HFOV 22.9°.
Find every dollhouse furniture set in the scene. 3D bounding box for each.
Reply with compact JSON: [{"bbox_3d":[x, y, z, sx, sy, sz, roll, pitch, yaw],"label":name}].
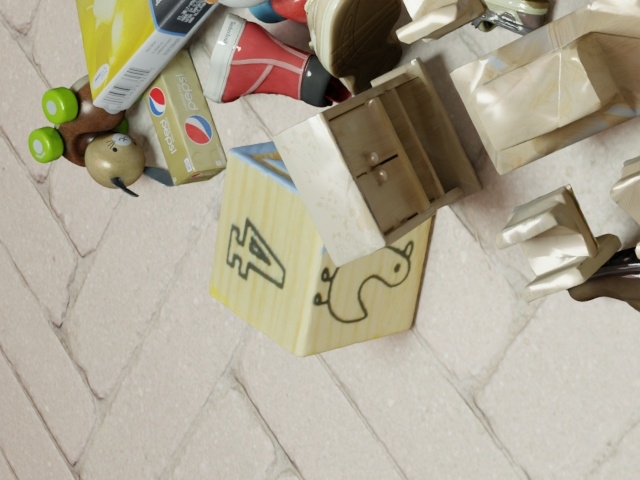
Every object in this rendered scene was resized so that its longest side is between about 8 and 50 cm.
[{"bbox_3d":[0.192,-0.139,1.632,0.394,0.256,0.362,-24,95,33],"label":"dollhouse furniture set"}]

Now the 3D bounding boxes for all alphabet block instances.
[{"bbox_3d":[0.000,0.000,1.906,0.193,0.192,0.197,33,124,43],"label":"alphabet block"}]

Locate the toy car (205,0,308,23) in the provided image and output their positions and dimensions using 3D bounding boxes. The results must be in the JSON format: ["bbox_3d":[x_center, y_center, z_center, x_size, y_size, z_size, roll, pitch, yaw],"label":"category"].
[{"bbox_3d":[-0.073,-0.357,1.866,0.219,0.238,0.210,-5,95,50],"label":"toy car"}]

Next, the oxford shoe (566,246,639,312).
[{"bbox_3d":[0.337,0.052,1.603,0.227,0.083,0.096,-8,99,52],"label":"oxford shoe"}]

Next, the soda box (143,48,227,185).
[{"bbox_3d":[-0.194,-0.172,2.192,0.058,0.061,0.181,-29,77,49],"label":"soda box"}]

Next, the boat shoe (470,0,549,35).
[{"bbox_3d":[0.182,-0.253,1.731,0.152,0.056,0.049,21,109,45],"label":"boat shoe"}]

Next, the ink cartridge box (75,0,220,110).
[{"bbox_3d":[-0.243,-0.386,2.144,0.303,0.072,0.307,-41,56,46],"label":"ink cartridge box"}]

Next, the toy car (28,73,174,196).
[{"bbox_3d":[-0.295,-0.135,2.263,0.188,0.155,0.149,45,131,21],"label":"toy car"}]

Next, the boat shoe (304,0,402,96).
[{"bbox_3d":[0.025,-0.246,1.762,0.109,0.302,0.098,-44,79,0],"label":"boat shoe"}]

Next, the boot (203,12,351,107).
[{"bbox_3d":[-0.052,-0.201,2.003,0.244,0.176,0.088,134,156,-81],"label":"boot"}]
